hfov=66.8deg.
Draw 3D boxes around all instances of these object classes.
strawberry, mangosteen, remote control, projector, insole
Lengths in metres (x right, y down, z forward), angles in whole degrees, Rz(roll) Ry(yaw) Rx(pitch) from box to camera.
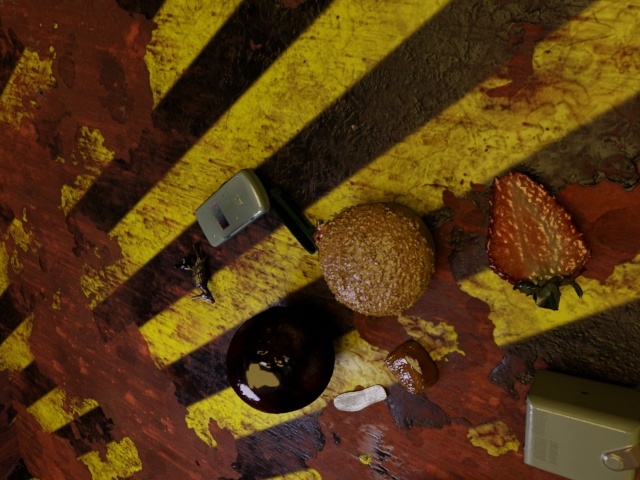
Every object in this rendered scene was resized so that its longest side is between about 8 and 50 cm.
[{"bbox_3d":[0.430,0.001,0.998,0.188,0.106,0.286,-19,82,12],"label":"strawberry"},{"bbox_3d":[-0.105,0.327,1.341,0.297,0.293,0.297,-1,83,11],"label":"mangosteen"},{"bbox_3d":[-0.256,-0.093,1.396,0.296,0.056,0.140,-31,89,43],"label":"remote control"},{"bbox_3d":[0.559,0.396,1.012,0.242,0.163,0.177,5,110,33],"label":"projector"},{"bbox_3d":[0.113,0.457,1.400,0.192,0.010,0.063,-31,89,36],"label":"insole"}]

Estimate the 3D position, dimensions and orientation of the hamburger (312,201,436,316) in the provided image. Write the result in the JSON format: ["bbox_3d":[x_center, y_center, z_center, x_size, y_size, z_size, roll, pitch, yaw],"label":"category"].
[{"bbox_3d":[0.129,0.044,1.146,0.294,0.179,0.276,-12,99,34],"label":"hamburger"}]

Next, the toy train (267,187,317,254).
[{"bbox_3d":[-0.068,-0.052,1.315,0.209,0.042,0.044,50,136,11],"label":"toy train"}]

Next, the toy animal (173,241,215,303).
[{"bbox_3d":[-0.391,0.113,1.563,0.105,0.070,0.202,-23,89,16],"label":"toy animal"}]

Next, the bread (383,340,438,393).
[{"bbox_3d":[0.234,0.337,1.265,0.129,0.044,0.126,51,126,3],"label":"bread"}]

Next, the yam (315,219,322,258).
[{"bbox_3d":[0.000,0.000,1.308,0.021,0.021,0.116,5,110,30],"label":"yam"}]
